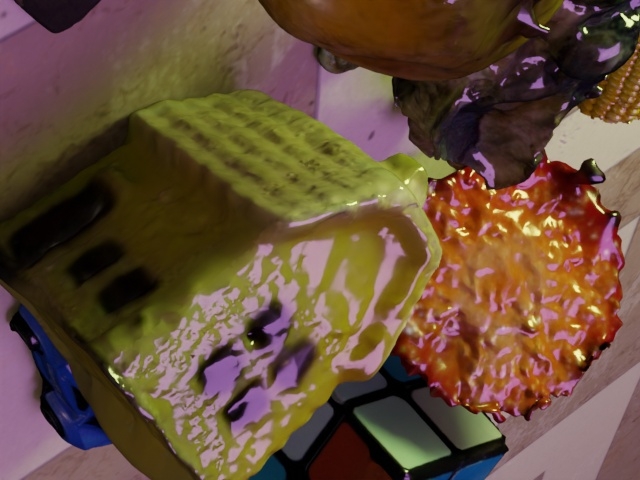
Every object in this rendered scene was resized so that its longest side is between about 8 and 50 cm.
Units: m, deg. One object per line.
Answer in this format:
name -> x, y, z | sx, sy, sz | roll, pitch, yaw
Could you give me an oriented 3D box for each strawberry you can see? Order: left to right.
strawberry -> 0.139, 0.021, 1.453 | 0.234, 0.234, 0.178 | -41, -165, -6

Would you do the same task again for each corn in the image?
corn -> 0.281, -0.194, 1.390 | 0.081, 0.081, 0.248 | -25, 151, -35

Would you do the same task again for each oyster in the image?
oyster -> 0.134, -0.125, 1.188 | 0.221, 0.096, 0.361 | -5, 157, -27

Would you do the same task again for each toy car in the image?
toy car -> -0.151, 0.077, 1.185 | 0.103, 0.063, 0.216 | -34, 155, -19

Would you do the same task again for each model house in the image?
model house -> -0.053, 0.020, 1.038 | 0.234, 0.193, 0.175 | -37, 128, -15

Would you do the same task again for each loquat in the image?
loquat -> 0.052, -0.177, 0.907 | 0.213, 0.213, 0.213 | -35, 155, -19

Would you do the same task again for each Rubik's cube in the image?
Rubik's cube -> 0.028, 0.193, 1.522 | 0.167, 0.180, 0.183 | -8, 136, -52

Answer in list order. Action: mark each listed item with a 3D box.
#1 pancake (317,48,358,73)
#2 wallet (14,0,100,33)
pancake -> 0.039, -0.156, 1.153 | 0.108, 0.017, 0.108 | -39, 159, -18
wallet -> -0.141, -0.160, 0.857 | 0.082, 0.018, 0.156 | -44, 156, 3
